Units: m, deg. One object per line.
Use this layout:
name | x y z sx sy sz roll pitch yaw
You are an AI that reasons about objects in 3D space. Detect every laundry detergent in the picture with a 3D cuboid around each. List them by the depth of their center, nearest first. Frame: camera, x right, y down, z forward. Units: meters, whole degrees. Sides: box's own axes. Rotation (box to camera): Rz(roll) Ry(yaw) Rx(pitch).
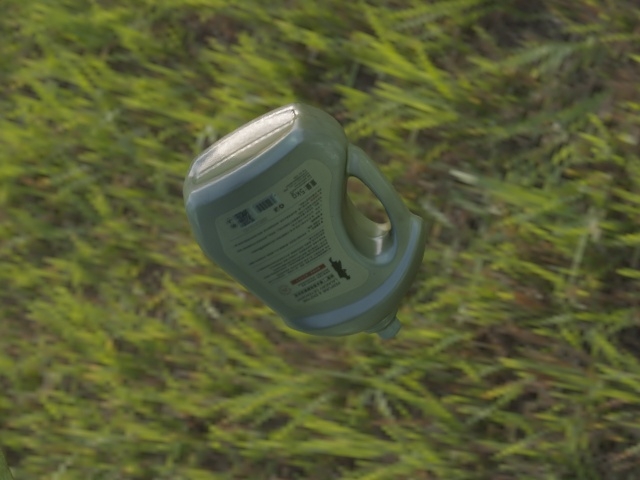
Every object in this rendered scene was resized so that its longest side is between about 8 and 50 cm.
laundry detergent | 0.000 0.000 1.651 0.181 0.253 0.091 -30 30 18

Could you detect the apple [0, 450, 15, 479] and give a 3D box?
apple | -0.286 0.198 1.209 0.160 0.173 0.195 -12 45 -3
